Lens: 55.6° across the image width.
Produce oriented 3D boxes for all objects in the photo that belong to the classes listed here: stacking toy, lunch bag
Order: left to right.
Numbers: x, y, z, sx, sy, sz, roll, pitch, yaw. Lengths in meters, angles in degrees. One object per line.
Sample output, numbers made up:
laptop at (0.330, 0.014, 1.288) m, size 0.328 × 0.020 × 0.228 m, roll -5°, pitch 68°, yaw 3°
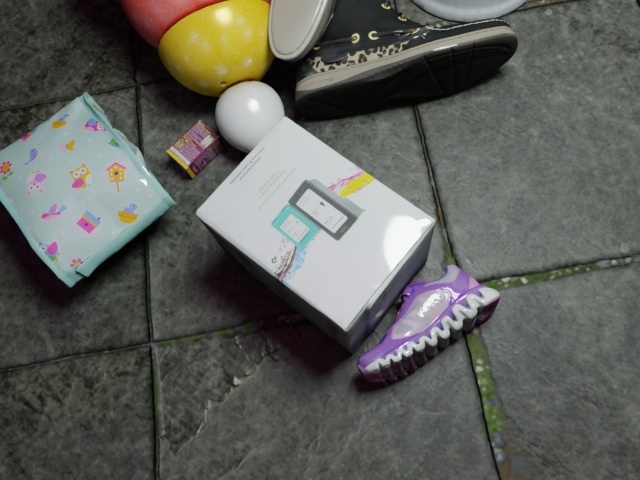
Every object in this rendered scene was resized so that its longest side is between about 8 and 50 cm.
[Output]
lunch bag at (-0.383, -0.076, 0.998) m, size 0.223 × 0.160 × 0.262 m, roll -39°, pitch 65°, yaw -8°
stacking toy at (-0.188, -0.370, 1.033) m, size 0.351 × 0.350 × 0.479 m, roll -21°, pitch 85°, yaw -1°

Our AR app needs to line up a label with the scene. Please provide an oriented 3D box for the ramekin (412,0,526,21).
ramekin at (0.277, -0.551, 1.095) m, size 0.278 × 0.135 × 0.277 m, roll -2°, pitch 70°, yaw 6°

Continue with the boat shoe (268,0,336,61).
boat shoe at (-0.003, -0.443, 1.001) m, size 0.112 × 0.095 × 0.334 m, roll 6°, pitch 83°, yaw 29°

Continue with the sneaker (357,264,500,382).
sneaker at (0.147, 0.118, 0.906) m, size 0.236 × 0.095 × 0.104 m, roll -33°, pitch 64°, yaw -10°

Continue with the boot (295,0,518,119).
boot at (0.121, -0.384, 1.054) m, size 0.378 × 0.138 × 0.284 m, roll -14°, pitch 69°, yaw 12°

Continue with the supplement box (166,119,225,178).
supplement box at (-0.218, -0.160, 1.066) m, size 0.055 × 0.043 × 0.083 m, roll 42°, pitch 81°, yaw 18°

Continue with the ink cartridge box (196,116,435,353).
ink cartridge box at (0.000, 0.000, 0.903) m, size 0.270 × 0.198 × 0.197 m, roll 37°, pitch 78°, yaw 16°
